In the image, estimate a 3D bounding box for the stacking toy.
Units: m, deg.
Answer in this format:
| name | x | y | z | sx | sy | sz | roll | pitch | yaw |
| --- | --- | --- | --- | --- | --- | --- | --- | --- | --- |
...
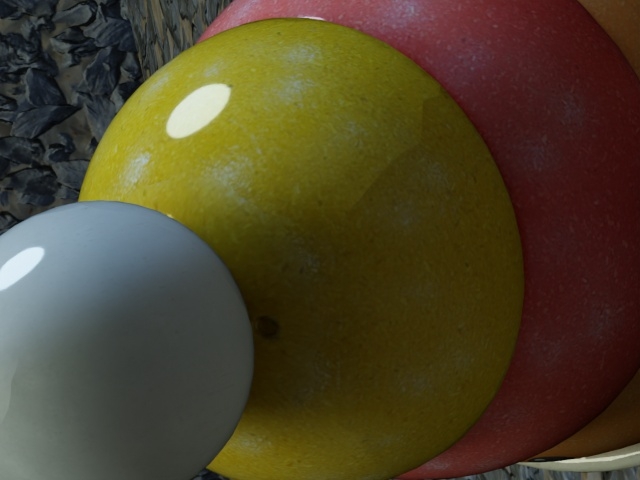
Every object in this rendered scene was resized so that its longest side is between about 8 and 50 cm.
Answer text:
| name | x | y | z | sx | sy | sz | roll | pitch | yaw |
| --- | --- | --- | --- | --- | --- | --- | --- | --- | --- |
| stacking toy | 0.000 | 0.000 | 0.883 | 0.351 | 0.480 | 0.350 | 11 | 110 | 33 |
